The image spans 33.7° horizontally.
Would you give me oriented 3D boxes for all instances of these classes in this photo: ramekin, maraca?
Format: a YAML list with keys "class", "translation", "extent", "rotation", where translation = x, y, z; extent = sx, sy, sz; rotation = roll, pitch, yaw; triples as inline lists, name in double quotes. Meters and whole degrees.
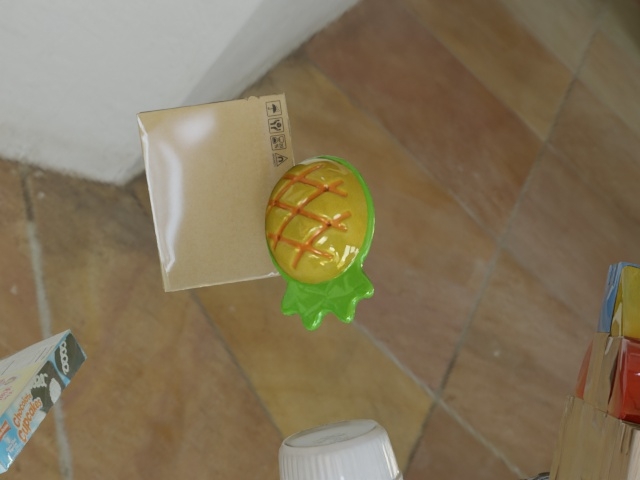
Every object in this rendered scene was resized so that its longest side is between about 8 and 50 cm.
- class: "ramekin"
  translation: [0.027, 0.369, 1.741]
  extent: [0.207, 0.207, 0.109]
  rotation: [-13, 93, -53]
- class: "maraca"
  translation: [0.000, 0.000, 1.100]
  extent: [0.099, 0.127, 0.186]
  rotation: [23, 57, -57]

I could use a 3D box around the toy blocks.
- class: "toy blocks"
  translation: [0.222, 0.132, 0.677]
  extent: [0.190, 0.261, 0.381]
  rotation: [12, -4, 7]

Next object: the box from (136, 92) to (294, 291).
- class: "box"
  translation: [-0.107, -0.053, 1.163]
  extent: [0.021, 0.164, 0.201]
  rotation: [-119, -159, -80]

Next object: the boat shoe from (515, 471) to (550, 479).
- class: "boat shoe"
  translation: [0.342, 0.352, 1.341]
  extent: [0.285, 0.092, 0.103]
  rotation: [19, 52, -28]

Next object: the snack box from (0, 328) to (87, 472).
- class: "snack box"
  translation: [-0.471, 0.247, 1.498]
  extent: [0.060, 0.187, 0.322]
  rotation: [63, 15, -16]
